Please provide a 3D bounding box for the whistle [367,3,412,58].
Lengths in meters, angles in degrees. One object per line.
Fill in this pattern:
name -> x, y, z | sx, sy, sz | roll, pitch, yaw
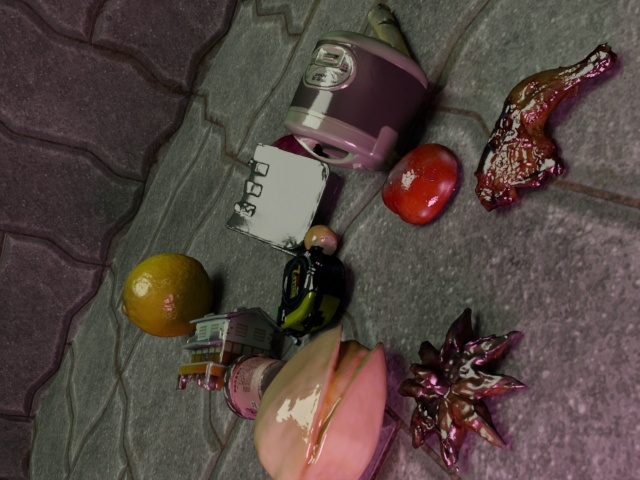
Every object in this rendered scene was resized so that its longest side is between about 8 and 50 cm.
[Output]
whistle -> 0.179, -0.507, 1.764 | 0.326, 0.057, 0.068 | -101, 30, -47

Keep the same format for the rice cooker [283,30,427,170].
rice cooker -> 0.072, -0.300, 1.558 | 0.277, 0.288, 0.288 | -65, 27, 2

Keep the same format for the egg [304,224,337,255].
egg -> 0.000, 0.000, 1.674 | 0.080, 0.080, 0.096 | -59, 20, 15

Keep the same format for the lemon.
lemon -> -0.473, 0.171, 2.178 | 0.293, 0.293, 0.293 | -41, 37, 41

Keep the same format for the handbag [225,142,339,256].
handbag -> -0.103, -0.105, 1.809 | 0.260, 0.079, 0.247 | 21, 86, 28

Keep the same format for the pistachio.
pistachio -> 0.007, 0.315, 1.281 | 0.238, 0.229, 0.321 | 113, -177, -72

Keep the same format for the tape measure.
tape measure -> -0.016, 0.116, 1.584 | 0.186, 0.112, 0.199 | -38, 44, 55

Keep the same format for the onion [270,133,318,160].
onion -> -0.107, -0.203, 1.951 | 0.250, 0.111, 0.247 | -52, 21, 16

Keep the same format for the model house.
model house -> -0.224, 0.280, 1.730 | 0.224, 0.198, 0.215 | -20, 59, 55

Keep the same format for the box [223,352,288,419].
box -> -0.121, 0.331, 1.574 | 0.135, 0.151, 0.151 | -10, 60, 48

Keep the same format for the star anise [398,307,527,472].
star anise -> 0.205, 0.226, 1.111 | 0.272, 0.102, 0.272 | -36, 41, 40

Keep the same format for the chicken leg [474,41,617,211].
chicken leg -> 0.365, -0.191, 1.180 | 0.177, 0.083, 0.322 | 34, 101, 54

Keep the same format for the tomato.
tomato -> 0.187, -0.126, 1.412 | 0.173, 0.099, 0.189 | -61, 26, 15

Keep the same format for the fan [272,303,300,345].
fan -> -0.085, 0.210, 1.733 | 0.038, 0.016, 0.193 | -60, 27, 8
